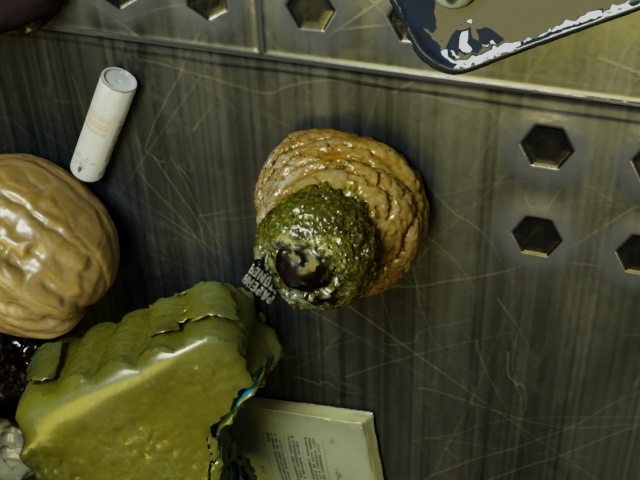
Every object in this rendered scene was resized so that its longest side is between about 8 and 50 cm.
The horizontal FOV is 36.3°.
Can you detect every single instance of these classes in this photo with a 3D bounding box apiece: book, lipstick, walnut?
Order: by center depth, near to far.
[{"bbox_3d":[-0.234,-0.121,1.047,0.040,0.040,0.141,33,132,1],"label":"lipstick"},{"bbox_3d":[-0.334,0.004,1.088,0.213,0.213,0.213,13,128,17],"label":"walnut"},{"bbox_3d":[-0.058,0.282,1.262,0.289,0.026,0.201,4,124,23],"label":"book"}]

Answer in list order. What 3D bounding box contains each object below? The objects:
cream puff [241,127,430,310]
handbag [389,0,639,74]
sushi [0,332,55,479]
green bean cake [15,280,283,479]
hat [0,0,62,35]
[{"bbox_3d":[0.000,0.000,0.938,0.183,0.169,0.183,12,129,16],"label":"cream puff"},{"bbox_3d":[0.167,-0.301,0.677,0.329,0.122,0.303,-14,116,31],"label":"handbag"},{"bbox_3d":[-0.441,0.149,1.242,0.234,0.207,0.348,-10,125,17],"label":"sushi"},{"bbox_3d":[-0.161,0.208,1.136,0.285,0.202,0.310,-19,116,6],"label":"green bean cake"},{"bbox_3d":[-0.397,-0.312,0.877,0.238,0.209,0.336,-1,121,30],"label":"hat"}]
